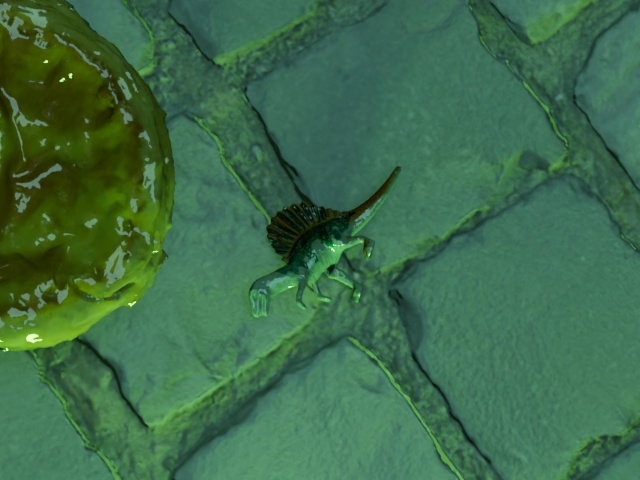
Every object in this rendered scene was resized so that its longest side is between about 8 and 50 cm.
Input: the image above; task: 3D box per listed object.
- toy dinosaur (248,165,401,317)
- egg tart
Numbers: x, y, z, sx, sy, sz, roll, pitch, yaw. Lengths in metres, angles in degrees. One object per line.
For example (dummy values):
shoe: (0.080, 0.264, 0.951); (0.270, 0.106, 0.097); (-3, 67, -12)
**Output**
toy dinosaur: (0.000, -0.002, 1.707); (0.106, 0.044, 0.187); (16, 76, 6)
egg tart: (-0.292, -0.062, 1.599); (0.341, 0.132, 0.341); (2, 78, -12)
